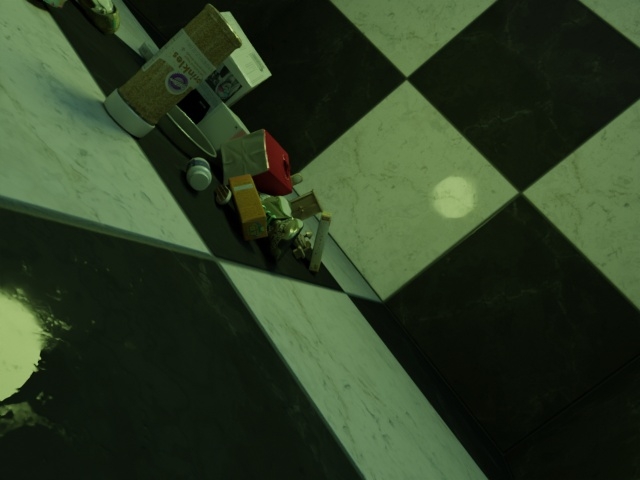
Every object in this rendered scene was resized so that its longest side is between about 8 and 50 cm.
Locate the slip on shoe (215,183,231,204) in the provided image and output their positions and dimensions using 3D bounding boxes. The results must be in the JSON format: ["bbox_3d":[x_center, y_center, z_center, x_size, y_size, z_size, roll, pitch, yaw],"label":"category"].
[{"bbox_3d":[-0.295,-0.133,1.379,0.041,0.051,0.135,60,-6,-29],"label":"slip on shoe"}]

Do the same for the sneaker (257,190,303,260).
[{"bbox_3d":[-0.186,-0.067,1.489,0.182,0.158,0.410,28,11,-24],"label":"sneaker"}]

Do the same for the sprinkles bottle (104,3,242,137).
[{"bbox_3d":[-0.360,-0.412,1.102,0.121,0.355,0.121,49,6,-7],"label":"sprinkles bottle"}]

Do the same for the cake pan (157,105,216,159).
[{"bbox_3d":[-0.474,-0.380,1.523,0.293,0.054,0.293,50,6,-7],"label":"cake pan"}]

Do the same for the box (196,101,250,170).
[{"bbox_3d":[-0.377,-0.400,1.745,0.182,0.181,0.119,54,6,28],"label":"box"}]

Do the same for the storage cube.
[{"bbox_3d":[-0.235,-0.266,1.660,0.193,0.215,0.183,38,40,-62],"label":"storage cube"}]

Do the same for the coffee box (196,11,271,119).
[{"bbox_3d":[-0.483,-0.777,2.036,0.338,0.334,0.337,54,24,-18],"label":"coffee box"}]

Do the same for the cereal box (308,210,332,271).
[{"bbox_3d":[0.000,0.000,1.899,0.047,0.240,0.173,14,9,0],"label":"cereal box"}]

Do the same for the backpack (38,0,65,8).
[{"bbox_3d":[-0.761,-0.761,1.189,0.253,0.191,0.225,54,4,-16],"label":"backpack"}]

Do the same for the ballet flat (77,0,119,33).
[{"bbox_3d":[-0.864,-0.931,1.643,0.348,0.123,0.123,52,6,-8],"label":"ballet flat"}]

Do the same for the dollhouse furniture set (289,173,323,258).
[{"bbox_3d":[-0.084,-0.127,1.906,0.355,0.174,0.303,-104,170,-76],"label":"dollhouse furniture set"}]

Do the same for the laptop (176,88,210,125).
[{"bbox_3d":[-0.530,-0.563,1.830,0.234,0.136,0.264,51,6,-1],"label":"laptop"}]

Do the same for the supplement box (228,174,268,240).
[{"bbox_3d":[-0.222,-0.105,1.368,0.233,0.080,0.078,-119,-159,-45],"label":"supplement box"}]

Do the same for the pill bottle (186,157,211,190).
[{"bbox_3d":[-0.338,-0.182,1.246,0.067,0.067,0.120,47,7,-31],"label":"pill bottle"}]

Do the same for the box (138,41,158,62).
[{"bbox_3d":[-0.706,-0.803,2.187,0.322,0.058,0.232,24,25,-54],"label":"box"}]
